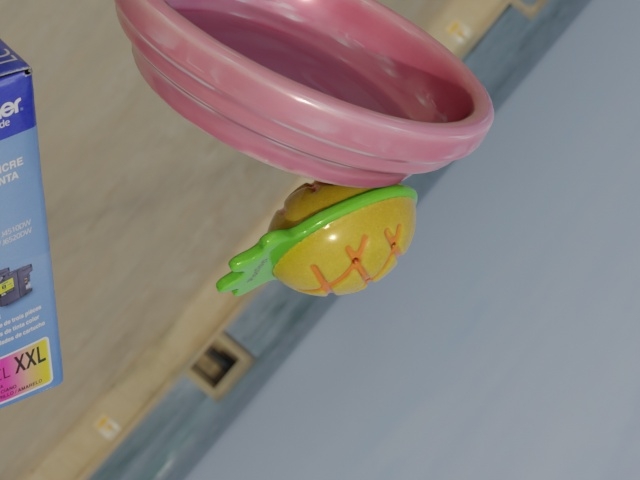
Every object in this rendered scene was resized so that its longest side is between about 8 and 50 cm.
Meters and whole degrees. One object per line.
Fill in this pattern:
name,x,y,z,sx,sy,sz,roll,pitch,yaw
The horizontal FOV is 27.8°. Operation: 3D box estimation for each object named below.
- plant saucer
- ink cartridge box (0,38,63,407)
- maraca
plant saucer,-0.022,-0.144,1.061,0.084,0.332,0.332,-64,172,24
ink cartridge box,-0.351,-0.069,1.078,0.151,0.270,0.395,-25,137,-29
maraca,0.000,0.000,1.063,0.186,0.099,0.127,-21,159,-28
